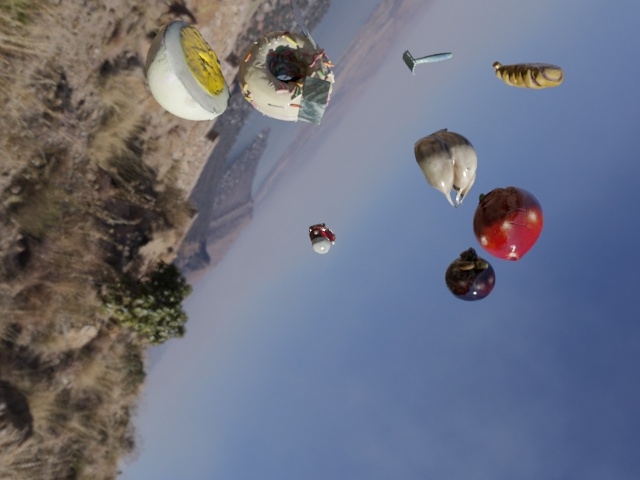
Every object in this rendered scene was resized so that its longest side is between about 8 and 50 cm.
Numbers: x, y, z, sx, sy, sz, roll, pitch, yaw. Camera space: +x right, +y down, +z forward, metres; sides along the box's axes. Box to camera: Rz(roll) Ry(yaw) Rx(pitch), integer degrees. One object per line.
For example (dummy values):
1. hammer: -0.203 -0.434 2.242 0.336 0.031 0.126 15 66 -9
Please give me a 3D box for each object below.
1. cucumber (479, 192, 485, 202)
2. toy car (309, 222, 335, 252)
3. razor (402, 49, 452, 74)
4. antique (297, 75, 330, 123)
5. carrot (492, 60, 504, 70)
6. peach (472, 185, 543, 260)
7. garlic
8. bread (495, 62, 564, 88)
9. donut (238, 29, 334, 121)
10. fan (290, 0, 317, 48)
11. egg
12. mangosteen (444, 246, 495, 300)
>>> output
1. cucumber: 0.630 -0.105 2.085 0.037 0.037 0.155 -165 -109 -83
2. toy car: 0.000 0.000 2.449 0.112 0.139 0.112 -13 -134 20
3. razor: 0.299 -0.497 1.488 0.135 0.068 0.040 -14 146 -15
4. antique: -0.025 -0.467 1.835 0.183 0.086 0.088 126 -24 -78
5. carrot: 0.776 -0.693 2.260 0.042 0.170 0.042 -33 -135 40
6. peach: 0.495 -0.042 1.437 0.197 0.197 0.197 -51 -174 8
7. garlic: 0.427 -0.262 1.878 0.210 0.292 0.237 -21 161 -4
8. bread: 0.719 -0.567 1.867 0.134 0.081 0.225 -12 -157 -20
9. donut: -0.129 -0.639 2.085 0.383 0.382 0.142 -54 178 -21
10. fan: -0.059 -0.746 1.881 0.008 0.227 0.153 -19 -119 15
11. egg: -0.463 -0.531 1.784 0.201 0.337 0.337 -18 -159 23
12. mangosteen: 0.671 0.146 2.434 0.228 0.228 0.266 -59 147 -49
